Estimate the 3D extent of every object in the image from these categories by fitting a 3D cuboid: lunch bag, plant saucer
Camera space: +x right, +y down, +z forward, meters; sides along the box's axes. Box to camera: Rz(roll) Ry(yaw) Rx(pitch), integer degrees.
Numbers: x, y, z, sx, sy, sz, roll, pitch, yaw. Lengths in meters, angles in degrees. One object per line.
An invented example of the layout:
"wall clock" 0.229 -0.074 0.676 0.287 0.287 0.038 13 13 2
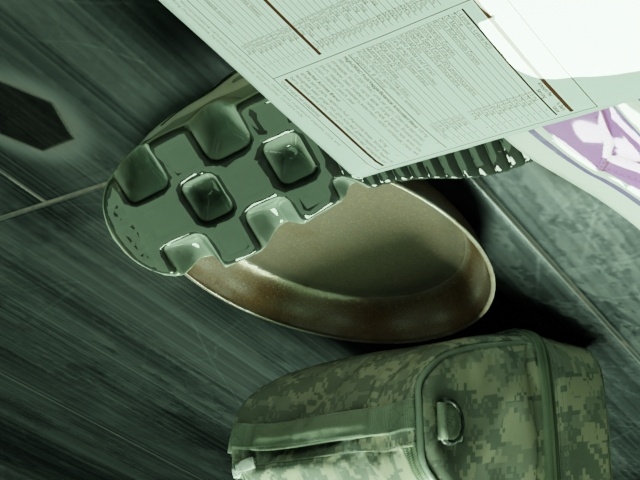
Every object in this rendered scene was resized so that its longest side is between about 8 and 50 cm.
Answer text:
"lunch bag" 0.087 0.198 0.890 0.256 0.213 0.305 18 156 -34
"plant saucer" 0.000 0.000 0.803 0.310 0.050 0.310 11 150 6

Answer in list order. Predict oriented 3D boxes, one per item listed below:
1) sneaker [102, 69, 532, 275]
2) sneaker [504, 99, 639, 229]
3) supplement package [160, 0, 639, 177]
"sneaker" 0.025 -0.095 0.583 0.330 0.146 0.122 -17 115 12
"sneaker" 0.229 -0.056 0.451 0.282 0.102 0.161 21 153 -25
"supplement package" 0.068 -0.159 0.346 0.203 0.194 0.149 -13 141 41
